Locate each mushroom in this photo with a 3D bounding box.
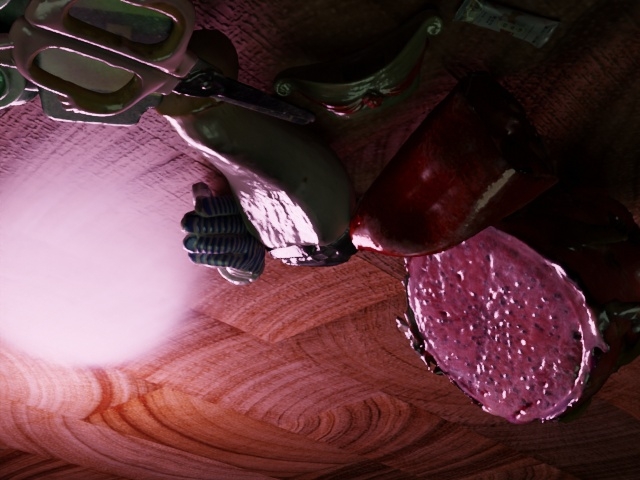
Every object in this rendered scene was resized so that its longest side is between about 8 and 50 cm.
[{"bbox_3d":[-0.079,-0.097,0.900,0.159,0.122,0.328,-29,141,12],"label":"mushroom"}]

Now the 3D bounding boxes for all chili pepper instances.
[{"bbox_3d":[0.136,-0.053,0.889,0.144,0.136,0.252,38,122,-12],"label":"chili pepper"}]

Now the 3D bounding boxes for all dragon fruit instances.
[{"bbox_3d":[0.300,0.065,1.008,0.263,0.314,0.296,-25,131,-38],"label":"dragon fruit"}]

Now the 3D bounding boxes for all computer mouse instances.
[{"bbox_3d":[0.000,0.000,1.112,0.106,0.062,0.192,26,139,-33],"label":"computer mouse"}]

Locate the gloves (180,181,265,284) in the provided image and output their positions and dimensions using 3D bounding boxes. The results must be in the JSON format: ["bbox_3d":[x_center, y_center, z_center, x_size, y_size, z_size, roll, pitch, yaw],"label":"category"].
[{"bbox_3d":[-0.130,-0.005,1.079,0.097,0.119,0.229,-33,159,3],"label":"gloves"}]

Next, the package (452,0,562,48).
[{"bbox_3d":[0.187,-0.221,0.795,0.110,0.015,0.037,12,141,-19],"label":"package"}]

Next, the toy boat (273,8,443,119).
[{"bbox_3d":[0.045,-0.173,0.817,0.185,0.089,0.071,-20,126,13],"label":"toy boat"}]

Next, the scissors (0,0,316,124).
[{"bbox_3d":[-0.123,-0.147,0.695,0.317,0.024,0.160,13,139,-43],"label":"scissors"}]

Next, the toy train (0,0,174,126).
[{"bbox_3d":[-0.231,-0.223,0.676,0.238,0.167,0.299,3,150,-14],"label":"toy train"}]
